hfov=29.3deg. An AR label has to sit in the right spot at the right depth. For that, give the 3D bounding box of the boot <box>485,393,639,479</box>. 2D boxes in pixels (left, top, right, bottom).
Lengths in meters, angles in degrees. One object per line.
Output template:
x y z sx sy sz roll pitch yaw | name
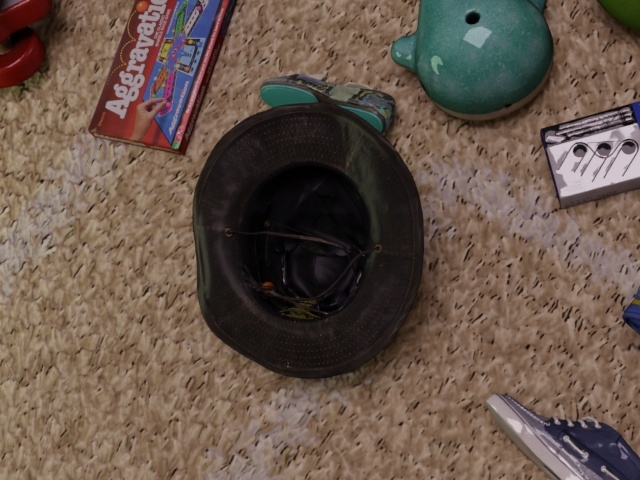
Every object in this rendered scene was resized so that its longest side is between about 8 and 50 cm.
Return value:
0.282 0.227 1.401 0.086 0.069 0.190 -43 75 -9 | boot

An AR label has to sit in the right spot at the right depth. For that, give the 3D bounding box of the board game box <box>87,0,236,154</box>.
-0.214 -0.264 1.714 0.145 0.027 0.281 12 76 20 | board game box

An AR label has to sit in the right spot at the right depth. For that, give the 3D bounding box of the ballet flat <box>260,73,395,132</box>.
0.013 -0.187 1.615 0.188 0.070 0.070 19 78 18 | ballet flat

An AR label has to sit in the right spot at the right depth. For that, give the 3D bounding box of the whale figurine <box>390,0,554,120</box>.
0.184 -0.288 1.551 0.216 0.141 0.272 -22 67 8 | whale figurine

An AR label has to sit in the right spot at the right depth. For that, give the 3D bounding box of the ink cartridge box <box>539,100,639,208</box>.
0.381 -0.115 1.491 0.207 0.046 0.097 -15 70 10 | ink cartridge box

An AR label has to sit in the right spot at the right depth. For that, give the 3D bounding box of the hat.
0.000 0.000 1.510 0.331 0.134 0.331 0 90 23 | hat

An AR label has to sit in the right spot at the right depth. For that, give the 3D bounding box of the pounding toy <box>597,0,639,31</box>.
0.436 -0.376 1.492 0.183 0.110 0.237 26 81 -6 | pounding toy

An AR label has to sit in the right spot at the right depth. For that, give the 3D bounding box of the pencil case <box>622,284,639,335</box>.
0.471 0.000 1.387 0.306 0.133 0.119 -55 40 -6 | pencil case

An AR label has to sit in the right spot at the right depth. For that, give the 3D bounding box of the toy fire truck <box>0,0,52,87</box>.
-0.539 -0.330 1.764 0.302 0.169 0.254 -26 49 5 | toy fire truck
